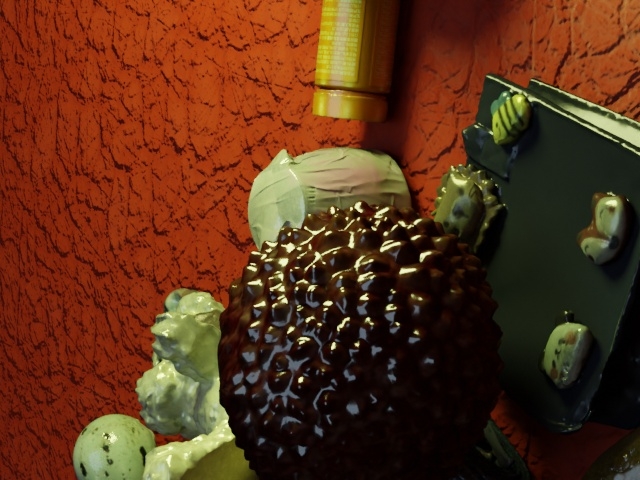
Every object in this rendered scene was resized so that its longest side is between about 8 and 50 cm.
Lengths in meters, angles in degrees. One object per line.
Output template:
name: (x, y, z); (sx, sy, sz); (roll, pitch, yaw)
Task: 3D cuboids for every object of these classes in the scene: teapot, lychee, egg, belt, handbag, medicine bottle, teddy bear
teapot: (-0.007, -0.008, 1.790); (0.163, 0.178, 0.221); (41, 121, 46)
lychee: (0.041, 0.125, 1.477); (0.330, 0.306, 0.306); (-45, 54, 31)
egg: (-0.297, 0.340, 2.198); (0.131, 0.131, 0.164); (-31, 88, 47)
belt: (0.147, 0.229, 1.629); (0.218, 0.122, 0.128); (54, 126, 39)
handbag: (0.240, 0.009, 1.525); (0.329, 0.122, 0.303); (36, 117, 48)
medicine bottle: (0.046, -0.243, 1.799); (0.096, 0.096, 0.191); (14, 100, 52)
teddy bear: (-0.188, 0.235, 1.915); (0.362, 0.375, 0.327); (19, 129, 35)

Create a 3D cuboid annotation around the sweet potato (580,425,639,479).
sweet potato: (0.338, 0.229, 1.430); (0.112, 0.085, 0.286); (46, 119, 1)
